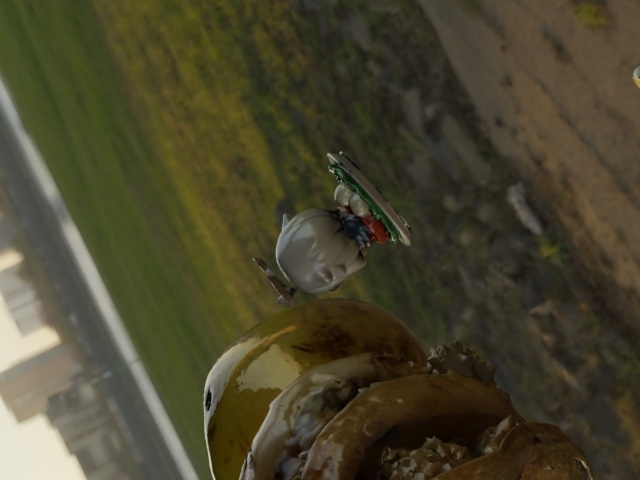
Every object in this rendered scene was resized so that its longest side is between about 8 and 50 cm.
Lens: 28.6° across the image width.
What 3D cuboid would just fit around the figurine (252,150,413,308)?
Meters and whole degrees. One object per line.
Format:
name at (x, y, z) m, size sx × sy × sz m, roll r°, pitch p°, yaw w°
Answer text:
figurine at (0.000, 0.000, 1.290) m, size 0.132 × 0.153 × 0.132 m, roll 48°, pitch 178°, yaw 2°

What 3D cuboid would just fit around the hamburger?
hamburger at (0.077, 0.199, 0.855) m, size 0.211 × 0.245 × 0.260 m, roll 15°, pitch 89°, yaw 58°

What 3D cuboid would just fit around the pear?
pear at (0.003, 0.196, 1.422) m, size 0.281 × 0.280 × 0.281 m, roll 60°, pitch 168°, yaw 21°

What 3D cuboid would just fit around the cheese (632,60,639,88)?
cheese at (0.549, -0.155, 1.570) m, size 0.326 × 0.115 × 0.318 m, roll 38°, pitch -169°, yaw 13°
